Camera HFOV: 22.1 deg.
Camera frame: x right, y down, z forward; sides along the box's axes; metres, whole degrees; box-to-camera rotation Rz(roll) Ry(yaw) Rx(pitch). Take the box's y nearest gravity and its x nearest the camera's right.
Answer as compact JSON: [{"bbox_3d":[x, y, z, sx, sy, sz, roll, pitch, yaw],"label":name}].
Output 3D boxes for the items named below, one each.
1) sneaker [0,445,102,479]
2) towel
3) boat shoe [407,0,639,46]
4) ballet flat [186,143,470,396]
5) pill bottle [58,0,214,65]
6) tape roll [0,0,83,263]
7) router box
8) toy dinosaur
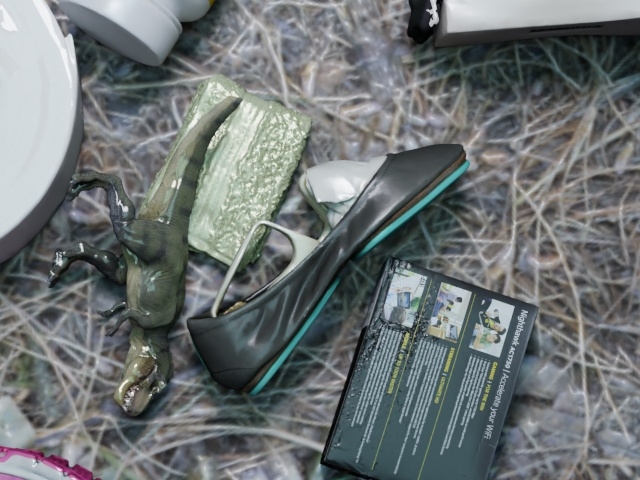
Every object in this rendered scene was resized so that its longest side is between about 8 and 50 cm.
[{"bbox_3d":[-0.258,0.212,1.283,0.252,0.103,0.111,19,84,5],"label":"sneaker"},{"bbox_3d":[-0.077,-0.057,1.371,0.110,0.027,0.148,25,80,-1],"label":"towel"},{"bbox_3d":[0.238,-0.255,1.376,0.340,0.127,0.158,-4,89,-5],"label":"boat shoe"},{"bbox_3d":[0.000,0.000,1.330,0.096,0.095,0.280,44,80,-4],"label":"ballet flat"},{"bbox_3d":[-0.121,-0.257,1.355,0.119,0.119,0.208,29,80,1],"label":"pill bottle"},{"bbox_3d":[-0.334,-0.105,1.322,0.286,0.100,0.286,1,80,-4],"label":"tape roll"},{"bbox_3d":[0.089,0.119,1.346,0.133,0.046,0.179,19,80,-2],"label":"router box"},{"bbox_3d":[-0.153,0.001,1.328,0.118,0.064,0.268,14,93,-5],"label":"toy dinosaur"}]
